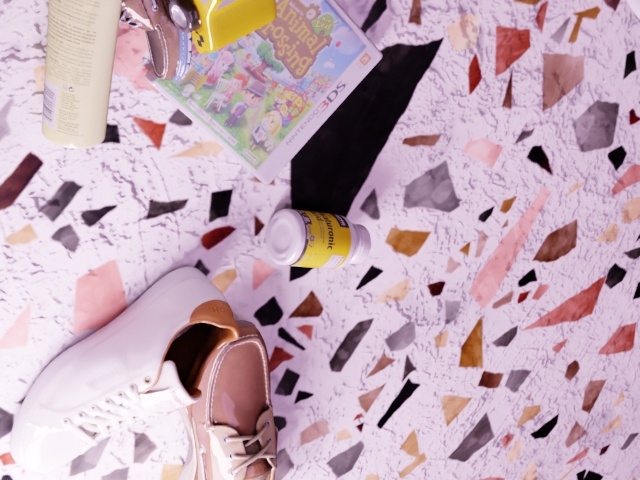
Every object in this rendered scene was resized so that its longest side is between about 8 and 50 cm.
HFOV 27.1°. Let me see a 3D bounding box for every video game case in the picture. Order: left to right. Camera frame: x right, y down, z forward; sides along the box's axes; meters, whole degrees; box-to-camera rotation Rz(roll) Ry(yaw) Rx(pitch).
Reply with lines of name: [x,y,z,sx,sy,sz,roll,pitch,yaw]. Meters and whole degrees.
video game case: [-0.053,-0.182,1.382,0.193,0.023,0.212,-48,136,0]

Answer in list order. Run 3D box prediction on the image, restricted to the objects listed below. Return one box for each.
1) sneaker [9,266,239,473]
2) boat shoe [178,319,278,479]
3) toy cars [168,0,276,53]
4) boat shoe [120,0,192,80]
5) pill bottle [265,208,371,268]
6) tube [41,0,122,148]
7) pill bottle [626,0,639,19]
sneaker: [-0.210,0.159,1.432,0.290,0.123,0.106,-45,138,-1]
boat shoe: [-0.096,0.241,1.581,0.123,0.116,0.324,-17,129,-28]
toy cars: [-0.049,-0.354,1.170,0.176,0.087,0.393,13,99,-42]
boat shoe: [-0.165,-0.232,1.237,0.066,0.066,0.183,-18,119,-22]
pill bottle: [0.000,0.000,1.523,0.116,0.065,0.065,6,116,-41]
tube: [-0.214,-0.200,1.207,0.070,0.062,0.240,2,123,-13]
pill bottle: [0.550,-0.311,1.628,0.363,0.210,0.210,11,112,-42]
